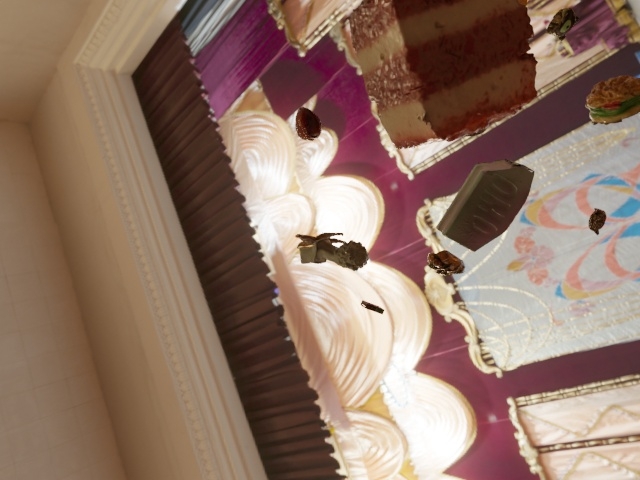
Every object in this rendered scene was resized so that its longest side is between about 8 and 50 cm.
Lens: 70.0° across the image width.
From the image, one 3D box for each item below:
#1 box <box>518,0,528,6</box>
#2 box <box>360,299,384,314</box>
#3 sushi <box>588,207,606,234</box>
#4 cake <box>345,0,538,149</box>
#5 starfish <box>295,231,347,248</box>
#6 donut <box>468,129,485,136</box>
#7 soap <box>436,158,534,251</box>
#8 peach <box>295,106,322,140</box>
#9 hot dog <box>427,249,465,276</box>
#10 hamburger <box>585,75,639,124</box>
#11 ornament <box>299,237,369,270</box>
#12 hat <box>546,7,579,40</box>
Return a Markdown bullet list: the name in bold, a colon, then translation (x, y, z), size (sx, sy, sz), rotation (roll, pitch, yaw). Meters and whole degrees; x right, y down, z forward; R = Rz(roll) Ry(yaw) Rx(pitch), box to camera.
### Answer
- **box**: translation (0.506, -0.937, 1.628), size (0.265, 0.115, 0.415), rotation (-21, -132, -28)
- **box**: translation (0.203, 0.261, 1.785), size (0.082, 0.051, 0.023), rotation (22, -89, -20)
- **sushi**: translation (1.143, -0.083, 1.892), size (0.055, 0.052, 0.120), rotation (-32, -45, -30)
- **cake**: translation (0.245, -0.376, 0.949), size (0.269, 0.270, 0.319), rotation (-143, 33, -75)
- **starfish**: translation (0.000, -0.006, 1.931), size (0.295, 0.232, 0.047), rotation (33, -129, -65)
- **donut**: translation (0.462, -0.442, 1.658), size (0.295, 0.151, 0.112), rotation (49, -178, 32)
- **soap**: translation (0.772, -0.171, 2.123), size (0.262, 0.445, 0.156), rotation (29, -168, -6)
- **peach**: translation (-0.056, -0.577, 2.267), size (0.127, 0.093, 0.172), rotation (-28, -66, -31)
- **hot dog**: translation (0.493, 0.094, 1.806), size (0.270, 0.109, 0.072), rotation (20, -120, -53)
- **hamburger**: translation (1.208, -0.589, 1.878), size (0.148, 0.237, 0.237), rotation (59, -145, -20)
- **ornament**: translation (0.049, 0.051, 1.805), size (0.130, 0.286, 0.120), rotation (-14, -72, -68)
- **hat**: translation (0.711, -0.632, 1.337), size (0.059, 0.077, 0.076), rotation (23, -168, -18)
